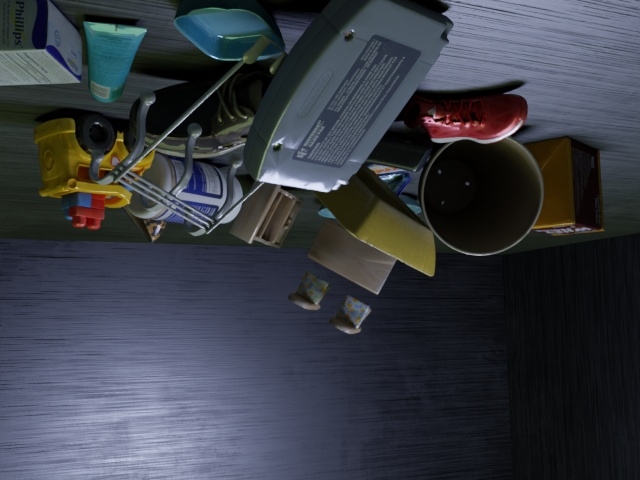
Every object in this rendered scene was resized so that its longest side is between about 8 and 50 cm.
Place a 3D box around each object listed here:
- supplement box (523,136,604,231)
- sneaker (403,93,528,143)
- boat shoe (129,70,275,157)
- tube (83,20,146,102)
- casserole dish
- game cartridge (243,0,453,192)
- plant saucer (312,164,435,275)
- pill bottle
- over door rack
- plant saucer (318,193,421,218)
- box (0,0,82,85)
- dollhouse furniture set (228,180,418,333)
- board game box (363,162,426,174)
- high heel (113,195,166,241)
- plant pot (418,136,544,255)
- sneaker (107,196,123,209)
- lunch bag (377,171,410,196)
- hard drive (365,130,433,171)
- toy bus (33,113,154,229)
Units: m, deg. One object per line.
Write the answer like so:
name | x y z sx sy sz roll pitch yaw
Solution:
supplement box | 0.545 -0.117 1.846 0.129 0.191 0.194 -7 172 39
sneaker | 0.242 -0.216 1.423 0.128 0.086 0.221 4 170 -44
boat shoe | -0.122 -0.217 1.280 0.356 0.132 0.130 -8 166 -17
tube | -0.300 -0.258 1.154 0.080 0.052 0.207 -4 169 -19
casserole dish | -0.114 -0.279 1.047 0.114 0.036 0.188 -3 172 15
game cartridge | 0.027 -0.192 1.062 0.196 0.060 0.294 3 132 -48
plant saucer | 0.089 -0.092 1.695 0.333 0.081 0.333 25 -160 -50
pill bottle | -0.315 -0.114 1.885 0.153 0.153 0.265 -6 171 37
over door rack | -0.136 -0.150 1.164 0.324 0.108 0.239 -31 150 16
plant saucer | 0.151 -0.107 2.486 0.318 0.043 0.317 -2 173 0
box | -0.395 -0.255 1.045 0.137 0.072 0.126 -1 173 3
dollhouse furniture set | 0.000 0.000 2.143 0.394 0.362 0.256 28 -178 15
board game box | 0.125 -0.183 1.873 0.201 0.035 0.136 -6 172 35
high heel | -0.483 -0.093 1.890 0.261 0.186 0.093 3 172 -31
plant pot | 0.317 -0.113 1.783 0.257 0.256 0.274 0 -172 -6
sneaker | -0.474 -0.107 2.018 0.297 0.130 0.112 0 175 6
lunch bag | 0.147 -0.130 2.003 0.151 0.096 0.129 -28 -171 2
hard drive | 0.118 -0.172 1.487 0.172 0.054 0.254 11 -168 5
toy bus | -0.427 -0.124 1.561 0.150 0.211 0.220 -10 171 42
